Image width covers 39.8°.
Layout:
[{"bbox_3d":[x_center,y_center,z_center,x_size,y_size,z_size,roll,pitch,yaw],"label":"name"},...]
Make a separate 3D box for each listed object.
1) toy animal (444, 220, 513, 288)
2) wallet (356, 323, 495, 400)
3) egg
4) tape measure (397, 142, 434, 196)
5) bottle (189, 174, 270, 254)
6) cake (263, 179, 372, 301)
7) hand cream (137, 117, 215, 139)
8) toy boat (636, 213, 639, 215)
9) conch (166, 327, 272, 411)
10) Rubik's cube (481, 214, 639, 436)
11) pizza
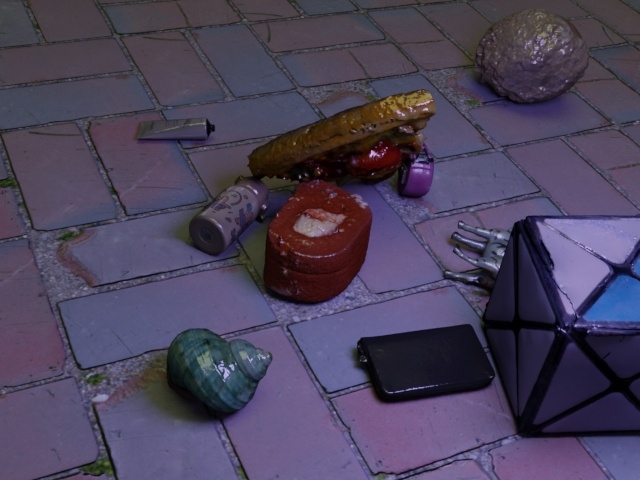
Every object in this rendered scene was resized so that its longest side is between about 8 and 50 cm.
[{"bbox_3d":[0.367,0.013,1.935,0.170,0.090,0.255,29,46,17],"label":"toy animal"},{"bbox_3d":[0.198,0.231,1.677,0.250,0.044,0.149,-6,46,-18],"label":"wallet"},{"bbox_3d":[0.592,-0.513,2.469,0.310,0.279,0.279,0,33,31],"label":"egg"},{"bbox_3d":[0.221,-0.166,2.094,0.074,0.118,0.125,6,23,-9],"label":"tape measure"},{"bbox_3d":[-0.184,-0.059,1.911,0.110,0.097,0.209,45,44,-3],"label":"bottle"},{"bbox_3d":[0.000,0.000,1.831,0.177,0.151,0.283,16,36,14],"label":"cake"},{"bbox_3d":[-0.352,-0.273,2.171,0.186,0.054,0.087,-2,36,-2],"label":"hand cream"},{"bbox_3d":[0.611,0.014,1.830,0.293,0.276,0.111,-12,78,3],"label":"toy boat"},{"bbox_3d":[-0.185,0.220,1.560,0.188,0.122,0.176,17,16,4],"label":"conch"},{"bbox_3d":[0.501,0.147,1.622,0.305,0.310,0.307,0,43,-9],"label":"Rubik's cube"},{"bbox_3d":[0.097,-0.185,1.954,0.440,0.406,0.130,-16,74,23],"label":"pizza"}]
